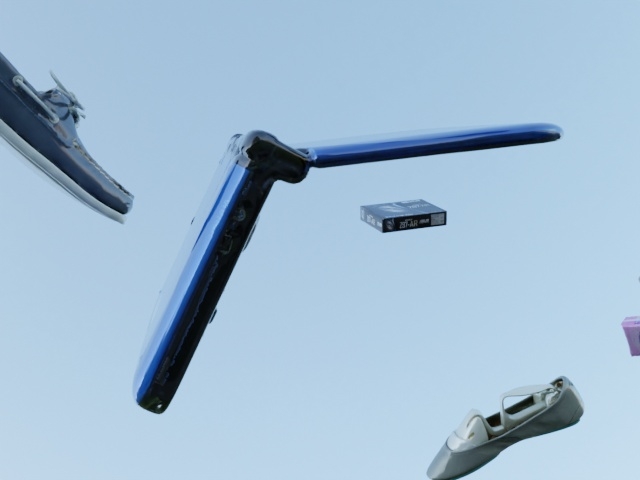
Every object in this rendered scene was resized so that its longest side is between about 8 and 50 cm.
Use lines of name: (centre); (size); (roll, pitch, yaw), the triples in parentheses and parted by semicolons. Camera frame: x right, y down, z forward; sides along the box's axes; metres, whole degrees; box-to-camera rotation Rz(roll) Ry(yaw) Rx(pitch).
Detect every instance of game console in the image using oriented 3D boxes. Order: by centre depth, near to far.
game console: (0.000, 0.000, 0.649); (0.173, 0.293, 0.250); (24, -88, -9)

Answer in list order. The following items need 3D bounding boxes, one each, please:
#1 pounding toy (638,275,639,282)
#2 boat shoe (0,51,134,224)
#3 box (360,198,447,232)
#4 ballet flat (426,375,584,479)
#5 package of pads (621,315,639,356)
pounding toy: (0.196, 0.120, 0.311); (0.155, 0.269, 0.154); (-38, -23, 15)
boat shoe: (-0.256, -0.111, 0.803); (0.254, 0.095, 0.079); (41, -106, -22)
box: (0.097, -0.029, 1.077); (0.083, 0.067, 0.018); (-7, -73, -19)
ballet flat: (0.219, 0.227, 1.129); (0.213, 0.072, 0.068); (-25, -76, 4)
package of pads: (0.435, 0.122, 1.175); (0.083, 0.032, 0.050); (-9, -68, 39)
